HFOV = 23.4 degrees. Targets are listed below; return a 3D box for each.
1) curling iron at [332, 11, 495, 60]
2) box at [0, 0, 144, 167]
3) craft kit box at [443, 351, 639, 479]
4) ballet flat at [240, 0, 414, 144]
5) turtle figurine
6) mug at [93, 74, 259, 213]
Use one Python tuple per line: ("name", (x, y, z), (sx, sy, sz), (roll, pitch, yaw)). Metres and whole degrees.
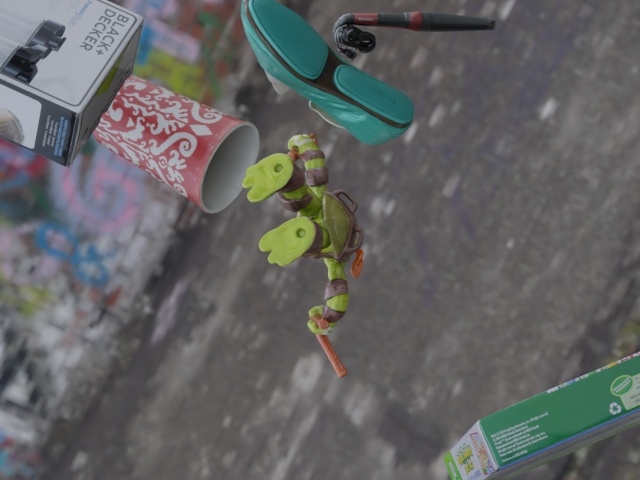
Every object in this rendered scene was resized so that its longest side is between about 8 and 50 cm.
("curling iron", (0.135, -0.309, 2.258), (0.035, 0.274, 0.068), (57, 146, 39))
("box", (-0.347, -0.211, 1.589), (0.087, 0.289, 0.169), (114, -178, -49))
("craft kit box", (0.259, 0.175, 1.542), (0.247, 0.249, 0.061), (98, 150, -71))
("ballet flat", (-0.007, -0.187, 1.813), (0.087, 0.247, 0.083), (-42, 20, 45))
("turtle figurine", (0.000, 0.000, 1.591), (0.217, 0.087, 0.270), (29, -125, -69))
("mug", (-0.173, -0.104, 1.797), (0.113, 0.169, 0.150), (-41, -30, -43))
